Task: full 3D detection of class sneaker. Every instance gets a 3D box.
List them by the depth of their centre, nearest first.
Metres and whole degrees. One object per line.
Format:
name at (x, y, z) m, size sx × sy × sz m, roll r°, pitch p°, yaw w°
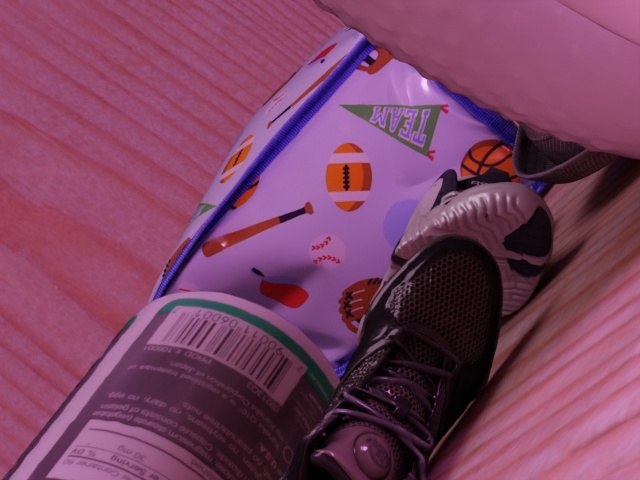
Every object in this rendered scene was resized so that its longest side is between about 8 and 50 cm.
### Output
sneaker at (0.046, 0.097, 1.157) m, size 0.227 × 0.087 × 0.130 m, roll -56°, pitch 5°, yaw -10°
sneaker at (0.110, -0.011, 1.375) m, size 0.235 × 0.094 × 0.153 m, roll 112°, pitch -177°, yaw -57°

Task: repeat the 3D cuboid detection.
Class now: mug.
mug at (0.118, -0.191, 1.045) m, size 0.276 × 0.328 × 0.374 m, roll -52°, pitch 3°, yaw 18°

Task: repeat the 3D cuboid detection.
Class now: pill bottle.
pill bottle at (-0.132, 0.214, 1.409) m, size 0.204 × 0.204 × 0.361 m, roll -51°, pitch 2°, yaw 43°

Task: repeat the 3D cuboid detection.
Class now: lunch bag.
lunch bag at (0.000, 0.000, 1.750) m, size 0.385 × 0.239 × 0.328 m, roll -45°, pitch 5°, yaw 5°

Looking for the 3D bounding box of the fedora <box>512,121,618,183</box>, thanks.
fedora at (0.191, -0.169, 1.305) m, size 0.275 × 0.124 × 0.243 m, roll -45°, pitch 15°, yaw 27°
